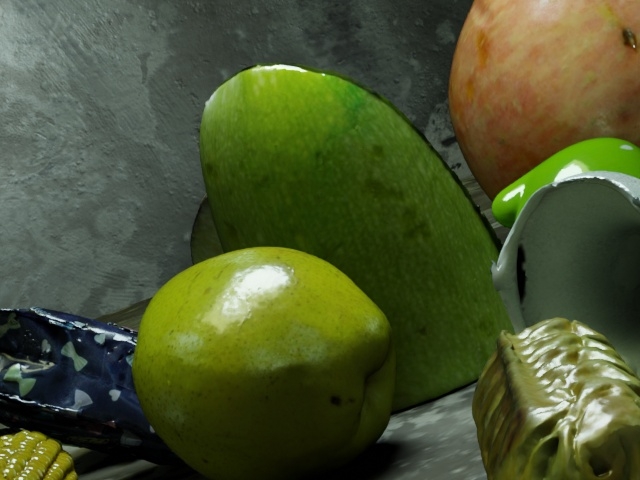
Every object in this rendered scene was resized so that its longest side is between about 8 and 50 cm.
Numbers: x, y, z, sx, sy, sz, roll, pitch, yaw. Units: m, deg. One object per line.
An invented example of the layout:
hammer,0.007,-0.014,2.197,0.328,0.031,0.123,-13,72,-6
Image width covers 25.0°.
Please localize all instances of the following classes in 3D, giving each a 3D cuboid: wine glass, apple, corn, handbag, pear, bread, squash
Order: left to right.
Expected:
corn,-0.246,0.208,1.101,0.097,0.097,0.262,-19,5,3
handbag,-0.187,0.128,1.252,0.260,0.113,0.162,13,-6,-1
pear,-0.042,0.098,1.074,0.198,0.198,0.198,-19,4,2
squash,0.016,-0.012,1.269,0.233,0.309,0.210,-17,5,33
bread,0.134,0.104,0.789,0.098,0.087,0.269,-18,4,5
apple,0.322,-0.171,1.559,0.391,0.391,0.346,-24,-13,-48
wine glass,0.238,0.021,0.983,0.196,0.165,0.165,-15,0,-43

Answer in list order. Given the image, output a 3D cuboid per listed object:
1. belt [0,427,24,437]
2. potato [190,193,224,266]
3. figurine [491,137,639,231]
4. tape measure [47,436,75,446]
belt,-0.347,0.233,1.161,0.094,0.126,0.359,-28,-5,24
potato,0.000,0.000,1.432,0.239,0.299,0.116,16,56,12
figurine,0.286,-0.021,1.293,0.263,0.162,0.143,-14,-23,-19
tape measure,-0.208,0.161,1.473,0.175,0.106,0.200,-4,10,13
